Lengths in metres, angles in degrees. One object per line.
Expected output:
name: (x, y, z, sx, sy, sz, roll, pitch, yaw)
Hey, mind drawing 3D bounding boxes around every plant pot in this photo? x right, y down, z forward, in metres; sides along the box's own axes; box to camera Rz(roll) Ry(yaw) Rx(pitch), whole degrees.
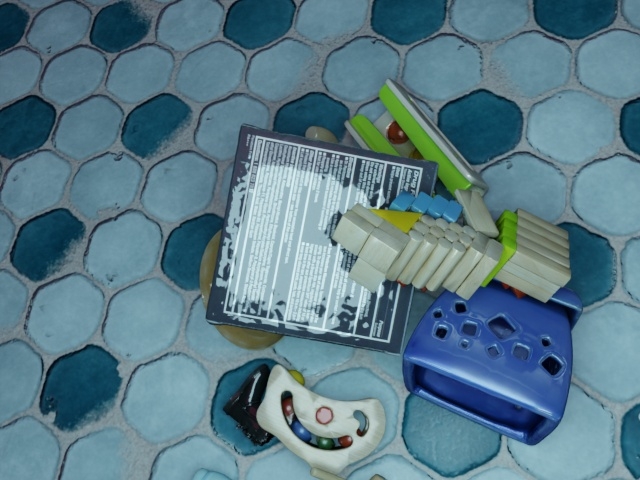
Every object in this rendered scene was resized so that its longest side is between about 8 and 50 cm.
plant pot: (0.277, 0.167, 1.002, 0.236, 0.236, 0.212, 20, 68, 18)
plant pot: (-0.128, 0.083, 1.162, 0.236, 0.032, 0.236, 4, 98, 34)

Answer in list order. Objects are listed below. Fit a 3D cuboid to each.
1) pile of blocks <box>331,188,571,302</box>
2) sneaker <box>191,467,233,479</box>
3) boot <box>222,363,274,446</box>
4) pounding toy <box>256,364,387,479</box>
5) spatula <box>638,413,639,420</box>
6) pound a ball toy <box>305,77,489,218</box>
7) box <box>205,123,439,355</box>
pile of blocks: (0.176, 0.014, 0.884, 0.362, 0.112, 0.149, 9, 45, -19)
sneaker: (-0.253, 0.540, 1.017, 0.150, 0.135, 0.366, 28, 67, 28)
boot: (-0.105, 0.295, 1.122, 0.099, 0.045, 0.121, 37, 82, 21)
pounding toy: (0.021, 0.299, 1.022, 0.269, 0.155, 0.154, 37, 79, 8)
spatula: (0.623, 0.342, 0.973, 0.168, 0.019, 0.242, -31, 66, -1)
pound a ball toy: (0.144, -0.154, 1.225, 0.208, 0.136, 0.319, -44, 65, 20)
box: (0.000, 0.000, 0.991, 0.294, 0.183, 0.296, 11, 92, -2)
